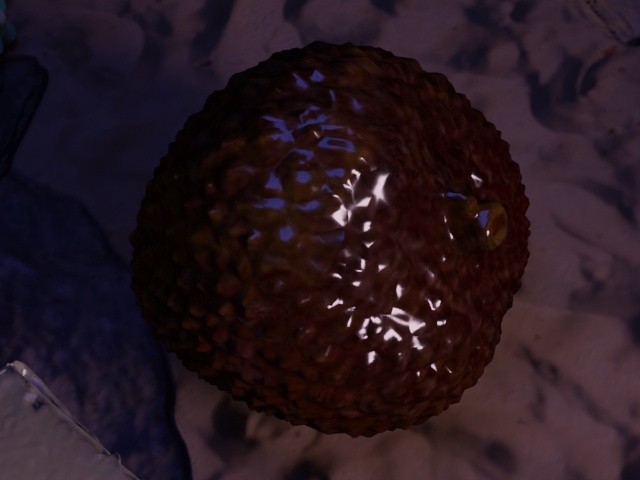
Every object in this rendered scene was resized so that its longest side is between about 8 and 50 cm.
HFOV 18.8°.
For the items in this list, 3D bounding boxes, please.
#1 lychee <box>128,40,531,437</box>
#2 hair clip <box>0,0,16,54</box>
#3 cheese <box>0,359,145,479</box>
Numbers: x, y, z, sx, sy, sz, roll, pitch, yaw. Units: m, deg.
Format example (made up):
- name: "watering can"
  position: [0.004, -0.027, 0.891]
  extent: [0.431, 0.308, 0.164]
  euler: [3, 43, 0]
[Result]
- name: "lychee"
  position: [0.006, 0.002, 0.906]
  extent: [0.194, 0.194, 0.194]
  euler: [-7, 50, 8]
- name: "hair clip"
  position: [-0.209, -0.103, 1.127]
  extent: [0.049, 0.049, 0.173]
  euler: [-5, 49, 10]
- name: "cheese"
  position: [-0.047, 0.184, 0.857]
  extent: [0.085, 0.034, 0.400]
  euler: [-40, 53, -19]
